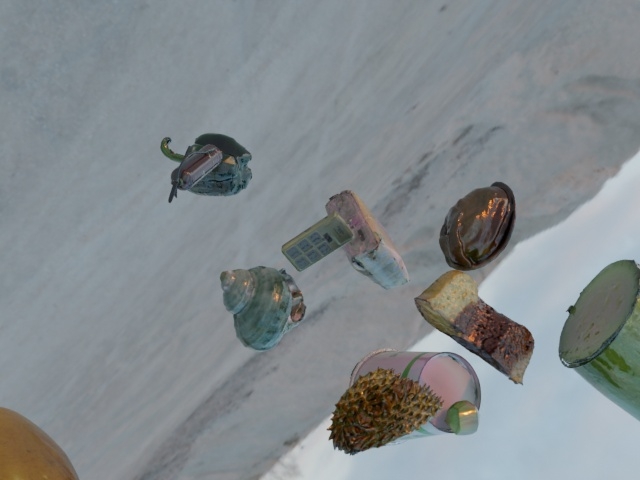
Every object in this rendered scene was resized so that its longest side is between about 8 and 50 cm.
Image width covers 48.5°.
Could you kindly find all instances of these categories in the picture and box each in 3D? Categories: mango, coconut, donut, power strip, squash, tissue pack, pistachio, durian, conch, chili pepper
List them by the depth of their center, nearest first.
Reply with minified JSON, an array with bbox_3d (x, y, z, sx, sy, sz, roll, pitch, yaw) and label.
[{"bbox_3d":[-0.404,0.325,0.940,0.130,0.262,0.167,-49,139,2],"label":"mango"},{"bbox_3d":[0.131,0.322,1.320,0.252,0.144,0.139,-30,142,-34],"label":"durian"},{"bbox_3d":[0.300,0.157,1.424,0.112,0.295,0.151,-50,-160,-7],"label":"donut"},{"bbox_3d":[0.698,0.246,1.435,0.263,0.384,0.263,-55,-177,5],"label":"squash"},{"bbox_3d":[0.321,-0.035,1.456,0.210,0.165,0.130,-57,136,-13],"label":"pistachio"},{"bbox_3d":[0.000,0.000,1.537,0.169,0.076,0.028,-34,-158,16],"label":"power strip"},{"bbox_3d":[0.323,0.401,1.606,0.082,0.081,0.083,-130,-142,-57],"label":"coconut"},{"bbox_3d":[-0.128,0.145,1.625,0.195,0.277,0.220,-12,-125,42],"label":"conch"},{"bbox_3d":[0.126,0.008,1.930,0.123,0.215,0.257,-30,147,9],"label":"tissue pack"},{"bbox_3d":[-0.326,-0.214,1.987,0.165,0.261,0.174,86,20,-46],"label":"chili pepper"}]

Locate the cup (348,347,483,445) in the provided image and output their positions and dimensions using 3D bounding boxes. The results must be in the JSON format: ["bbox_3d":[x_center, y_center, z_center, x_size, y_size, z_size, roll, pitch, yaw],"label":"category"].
[{"bbox_3d":[0.240,0.377,1.758,0.253,0.253,0.274,-47,-169,-31],"label":"cup"}]

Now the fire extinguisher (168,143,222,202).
[{"bbox_3d":[-0.226,-0.132,1.267,0.157,0.045,0.078,-54,162,-56],"label":"fire extinguisher"}]
